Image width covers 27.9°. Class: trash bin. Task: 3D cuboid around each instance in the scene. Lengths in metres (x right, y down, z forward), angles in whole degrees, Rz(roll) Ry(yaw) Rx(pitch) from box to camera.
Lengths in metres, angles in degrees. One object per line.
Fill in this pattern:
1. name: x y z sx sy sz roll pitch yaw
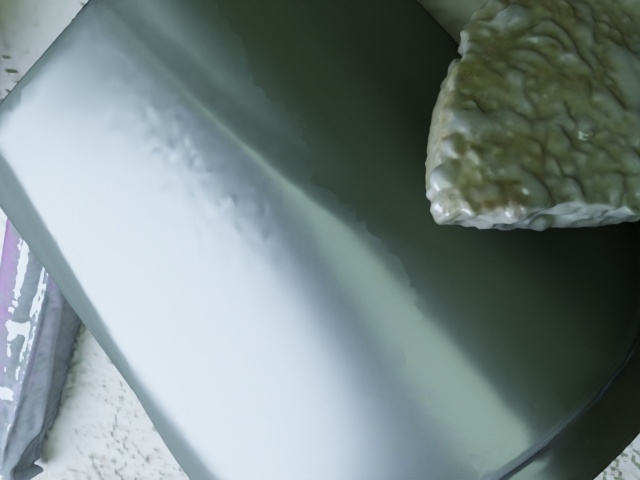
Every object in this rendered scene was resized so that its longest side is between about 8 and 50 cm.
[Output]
1. trash bin: 0.000 0.000 0.563 0.220 0.219 0.250 -41 89 30

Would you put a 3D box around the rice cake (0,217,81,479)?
1. rice cake: -0.165 0.041 0.736 0.049 0.055 0.270 26 123 13

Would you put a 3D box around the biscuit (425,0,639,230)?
1. biscuit: 0.147 -0.062 0.504 0.250 0.133 0.032 0 155 -21
